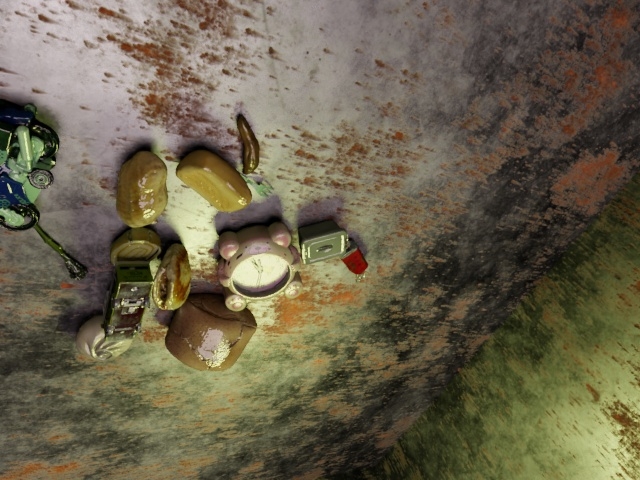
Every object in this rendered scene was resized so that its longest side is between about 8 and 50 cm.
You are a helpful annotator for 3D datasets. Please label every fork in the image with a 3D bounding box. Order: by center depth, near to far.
[{"bbox_3d":[-0.232,-0.184,1.250,0.235,0.021,0.039,27,109,-41],"label":"fork"}]

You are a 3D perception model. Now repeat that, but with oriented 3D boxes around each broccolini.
[{"bbox_3d":[-0.730,0.030,1.178,0.042,0.044,0.218,-12,129,3],"label":"broccolini"}]

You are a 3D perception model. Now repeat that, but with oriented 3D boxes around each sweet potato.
[{"bbox_3d":[-0.199,-0.265,1.176,0.053,0.054,0.182,-20,133,-23],"label":"sweet potato"}]

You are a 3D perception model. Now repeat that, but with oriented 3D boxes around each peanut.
[{"bbox_3d":[-0.468,-0.129,1.103,0.129,0.129,0.224,-1,130,-26],"label":"peanut"}]

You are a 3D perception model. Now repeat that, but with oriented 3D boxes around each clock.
[{"bbox_3d":[-0.208,0.089,1.424,0.284,0.114,0.309,-11,132,-10],"label":"clock"}]

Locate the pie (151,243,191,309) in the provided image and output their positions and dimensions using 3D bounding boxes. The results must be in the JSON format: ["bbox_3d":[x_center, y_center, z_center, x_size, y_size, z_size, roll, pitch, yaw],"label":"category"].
[{"bbox_3d":[-0.445,0.116,1.288,0.084,0.178,0.205,13,121,2],"label":"pie"}]

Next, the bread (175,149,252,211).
[{"bbox_3d":[-0.290,-0.169,1.169,0.148,0.098,0.217,-9,143,30],"label":"bread"}]

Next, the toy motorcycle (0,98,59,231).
[{"bbox_3d":[-0.729,-0.157,0.957,0.196,0.125,0.331,14,125,-36],"label":"toy motorcycle"}]

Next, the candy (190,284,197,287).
[{"bbox_3d":[-0.482,0.175,1.430,0.123,0.035,0.035,-16,137,-25],"label":"candy"}]

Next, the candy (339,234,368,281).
[{"bbox_3d":[0.125,0.070,1.624,0.086,0.059,0.292,-34,136,1],"label":"candy"}]

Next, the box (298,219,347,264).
[{"bbox_3d":[0.000,0.000,1.476,0.172,0.092,0.123,-14,133,-15],"label":"box"}]

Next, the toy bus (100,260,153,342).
[{"bbox_3d":[-0.585,0.179,1.265,0.113,0.139,0.301,2,137,-36],"label":"toy bus"}]

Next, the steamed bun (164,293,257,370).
[{"bbox_3d":[-0.385,0.344,1.501,0.301,0.199,0.251,21,116,-37],"label":"steamed bun"}]

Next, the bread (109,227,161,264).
[{"bbox_3d":[-0.549,0.025,1.237,0.156,0.064,0.117,-32,140,10],"label":"bread"}]

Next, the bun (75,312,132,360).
[{"bbox_3d":[-0.711,0.333,1.384,0.173,0.119,0.172,-14,135,-15],"label":"bun"}]
